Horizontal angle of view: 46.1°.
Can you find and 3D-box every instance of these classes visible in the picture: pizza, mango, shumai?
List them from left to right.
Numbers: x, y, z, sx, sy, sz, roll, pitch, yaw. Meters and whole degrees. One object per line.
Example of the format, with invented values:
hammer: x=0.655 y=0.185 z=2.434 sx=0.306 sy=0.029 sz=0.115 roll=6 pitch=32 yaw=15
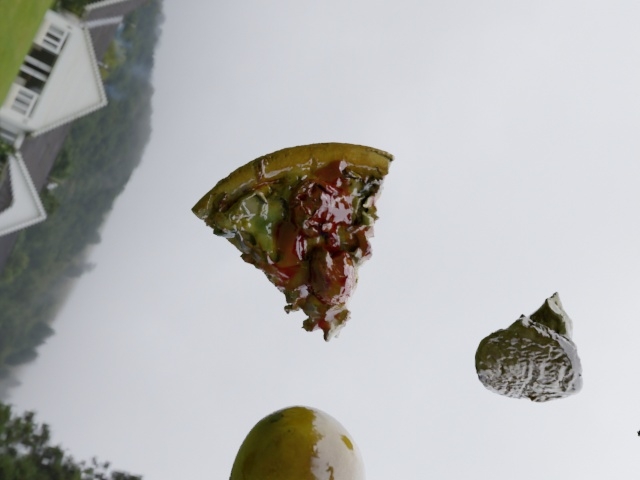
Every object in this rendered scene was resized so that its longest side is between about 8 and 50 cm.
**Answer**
mango: x=-0.022 y=0.253 z=0.727 sx=0.099 sy=0.136 sz=0.227 roll=-124 pitch=-157 yaw=-47
pizza: x=0.000 y=0.000 z=0.720 sx=0.201 sy=0.193 sz=0.053 roll=-24 pitch=-177 yaw=-9
shumai: x=0.250 y=0.137 z=0.897 sx=0.123 sy=0.139 sz=0.105 roll=-18 pitch=-161 yaw=28

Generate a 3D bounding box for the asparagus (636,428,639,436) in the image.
asparagus: x=0.535 y=0.242 z=1.104 sx=0.166 sy=0.016 sz=0.013 roll=-42 pitch=-124 yaw=22
